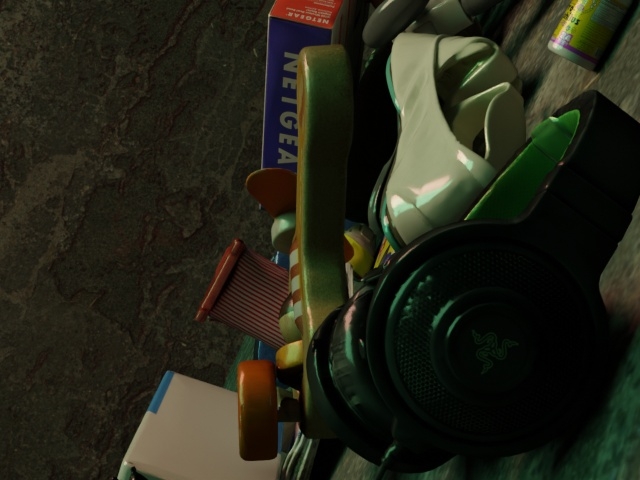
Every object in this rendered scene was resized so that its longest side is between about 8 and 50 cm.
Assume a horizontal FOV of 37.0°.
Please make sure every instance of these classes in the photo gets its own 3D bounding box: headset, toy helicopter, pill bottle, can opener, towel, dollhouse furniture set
[{"bbox_3d":[0.051,0.055,0.589,0.394,0.185,0.243,-55,1,-22],"label":"headset"},{"bbox_3d":[0.000,0.000,0.793,0.235,0.140,0.355,-97,8,-54],"label":"toy helicopter"},{"bbox_3d":[0.221,-0.182,0.769,0.083,0.043,0.043,-63,6,16],"label":"pill bottle"},{"bbox_3d":[0.161,-0.280,1.051,0.095,0.076,0.283,-33,5,-42],"label":"can opener"},{"bbox_3d":[-0.010,0.175,1.102,0.209,0.034,0.285,-81,6,-74],"label":"towel"},{"bbox_3d":[-0.108,0.204,1.286,0.374,0.201,0.152,-64,6,1],"label":"dollhouse furniture set"}]

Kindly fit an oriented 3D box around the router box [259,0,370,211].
[{"bbox_3d":[-0.001,-0.250,1.341,0.335,0.082,0.301,97,-171,-46],"label":"router box"}]

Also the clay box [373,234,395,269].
[{"bbox_3d":[0.083,0.049,0.969,0.127,0.053,0.222,-57,9,54],"label":"clay box"}]

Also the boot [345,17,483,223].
[{"bbox_3d":[0.130,-0.235,1.397,0.284,0.138,0.377,-71,3,-47],"label":"boot"}]

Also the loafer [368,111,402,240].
[{"bbox_3d":[0.137,-0.123,1.143,0.084,0.096,0.268,-6,64,60],"label":"loafer"}]

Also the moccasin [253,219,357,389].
[{"bbox_3d":[-0.041,0.077,1.560,0.117,0.137,0.342,119,176,-71],"label":"moccasin"}]

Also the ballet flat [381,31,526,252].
[{"bbox_3d":[0.141,-0.119,0.930,0.400,0.139,0.139,-80,16,-54],"label":"ballet flat"}]

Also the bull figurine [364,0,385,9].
[{"bbox_3d":[0.181,-0.369,1.207,0.188,0.101,0.310,-22,8,-34],"label":"bull figurine"}]

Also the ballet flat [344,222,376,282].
[{"bbox_3d":[0.045,0.010,1.408,0.077,0.077,0.231,-48,3,-3],"label":"ballet flat"}]

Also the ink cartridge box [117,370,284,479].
[{"bbox_3d":[-0.179,0.392,1.095,0.285,0.166,0.395,-90,19,-79],"label":"ink cartridge box"}]
